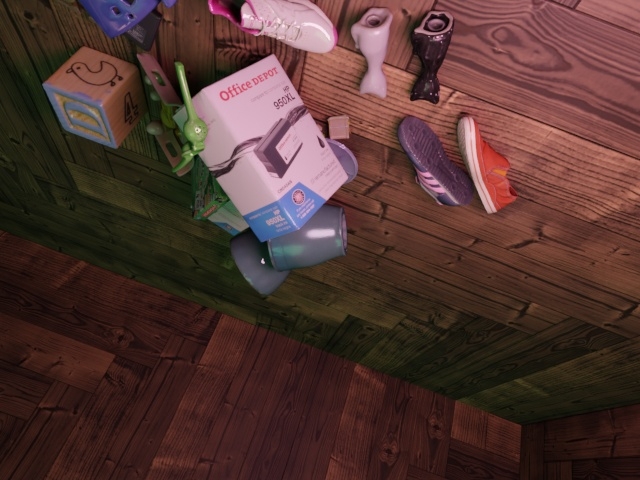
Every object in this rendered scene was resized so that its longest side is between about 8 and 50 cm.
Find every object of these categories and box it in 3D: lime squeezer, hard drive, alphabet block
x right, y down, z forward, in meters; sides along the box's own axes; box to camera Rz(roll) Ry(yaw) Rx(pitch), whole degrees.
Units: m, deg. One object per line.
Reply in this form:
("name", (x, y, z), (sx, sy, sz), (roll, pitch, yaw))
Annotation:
("lime squeezer", (-0.316, -0.244, 0.981), (0.110, 0.059, 0.310), (34, 138, 9))
("hard drive", (-0.489, -0.588, 1.128), (0.094, 0.022, 0.135), (34, 146, -21))
("alphabet block", (-0.685, -0.441, 1.299), (0.192, 0.197, 0.193), (20, 149, -1))

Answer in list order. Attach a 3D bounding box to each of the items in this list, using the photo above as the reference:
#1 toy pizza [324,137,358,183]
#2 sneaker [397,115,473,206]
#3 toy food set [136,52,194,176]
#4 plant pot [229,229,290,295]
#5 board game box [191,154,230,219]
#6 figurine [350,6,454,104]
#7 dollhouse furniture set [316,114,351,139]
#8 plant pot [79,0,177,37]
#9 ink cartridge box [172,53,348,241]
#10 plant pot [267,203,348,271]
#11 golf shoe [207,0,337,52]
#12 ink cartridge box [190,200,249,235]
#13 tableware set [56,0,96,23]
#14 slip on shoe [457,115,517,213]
("toy pizza", (0.024, -0.255, 1.337), (0.201, 0.032, 0.201), (15, 147, 10))
("sneaker", (0.296, -0.208, 1.187), (0.319, 0.112, 0.131), (46, 158, -23))
("toy food set", (-0.480, -0.372, 1.272), (0.219, 0.092, 0.306), (56, 156, 21))
("plant pot", (-0.215, 0.059, 1.766), (0.195, 0.290, 0.290), (-32, 130, 8))
("board game box", (-0.347, -0.246, 1.310), (0.046, 0.317, 0.213), (6, 161, -38))
("figurine", (0.183, -0.410, 0.967), (0.215, 0.092, 0.209), (12, 152, 15))
("dollhouse furniture set", (0.012, -0.338, 1.226), (0.152, 0.058, 0.076), (-5, 137, 4))
("plant pot", (-0.391, -0.605, 0.860), (0.212, 0.236, 0.236), (-4, 142, 23))
("ink cartridge box", (-0.142, -0.242, 1.109), (0.166, 0.285, 0.395), (-16, 114, 44))
("plant pot", (-0.034, -0.025, 1.526), (0.255, 0.271, 0.271), (-3, 144, 9))
("golf shoe", (-0.111, -0.497, 0.946), (0.306, 0.140, 0.115), (24, 147, -9))
("ink cartridge box", (-0.284, -0.178, 1.470), (0.198, 0.197, 0.270), (36, 146, -24))
("tableware set", (-0.633, -0.651, 1.102), (0.194, 0.039, 0.128), (29, 160, -3))
("slip on shoe", (0.445, -0.204, 1.115), (0.101, 0.123, 0.331), (-24, 131, 21))
